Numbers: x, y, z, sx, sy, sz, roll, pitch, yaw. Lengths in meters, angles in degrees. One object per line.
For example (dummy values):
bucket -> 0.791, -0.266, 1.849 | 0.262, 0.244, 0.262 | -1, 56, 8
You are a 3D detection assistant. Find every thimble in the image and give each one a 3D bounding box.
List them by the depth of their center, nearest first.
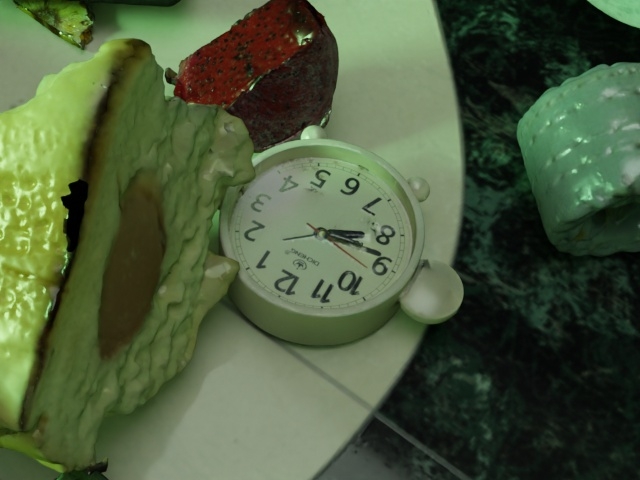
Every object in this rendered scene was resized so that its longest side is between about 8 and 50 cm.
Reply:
thimble -> 0.233, -0.063, 0.798 | 0.151, 0.127, 0.118 | -5, 63, -12

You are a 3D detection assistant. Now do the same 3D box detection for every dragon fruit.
dragon fruit -> -0.041, -0.122, 0.846 | 0.147, 0.096, 0.102 | -31, 52, 15

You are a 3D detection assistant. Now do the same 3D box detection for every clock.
clock -> 0.000, 0.000, 0.791 | 0.229, 0.063, 0.156 | 27, 61, 8

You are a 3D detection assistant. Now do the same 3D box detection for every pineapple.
pineapple -> -0.224, -0.199, 0.910 | 0.083, 0.019, 0.045 | 31, 70, 12

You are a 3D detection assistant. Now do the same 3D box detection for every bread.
bread -> -0.138, 0.030, 0.667 | 0.224, 0.183, 0.211 | -29, 71, 15

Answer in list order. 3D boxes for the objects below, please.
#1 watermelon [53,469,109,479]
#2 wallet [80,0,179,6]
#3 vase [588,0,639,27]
watermelon -> -0.171, 0.218, 0.638 | 0.158, 0.121, 0.098 | -44, 93, -19
wallet -> -0.231, -0.262, 0.918 | 0.245, 0.052, 0.169 | 5, 44, -4
vase -> 0.399, -0.365, 0.924 | 0.445, 0.250, 0.250 | -37, 69, -24
